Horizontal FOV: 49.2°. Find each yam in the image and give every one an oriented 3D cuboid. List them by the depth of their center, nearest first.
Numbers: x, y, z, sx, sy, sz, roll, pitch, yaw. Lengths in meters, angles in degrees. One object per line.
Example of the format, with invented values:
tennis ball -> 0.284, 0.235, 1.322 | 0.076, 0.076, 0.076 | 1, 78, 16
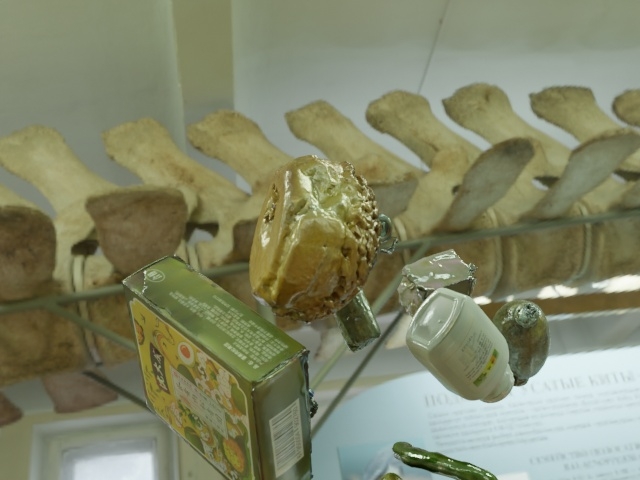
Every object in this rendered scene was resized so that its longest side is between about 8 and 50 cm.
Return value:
yam -> 0.054, 0.122, 1.572 | 0.093, 0.259, 0.093 | -24, -4, -2

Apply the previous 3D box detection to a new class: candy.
candy -> 0.332, 0.131, 1.994 | 0.195, 0.137, 0.185 | -18, -40, -15

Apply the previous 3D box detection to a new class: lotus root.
lotus root -> 0.562, 0.273, 1.976 | 0.175, 0.175, 0.350 | -10, -42, -1

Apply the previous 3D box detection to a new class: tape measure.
tape measure -> 0.202, -0.023, 2.202 | 0.104, 0.180, 0.107 | -17, -74, -11

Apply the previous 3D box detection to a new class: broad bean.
broad bean -> 0.256, 0.482, 1.494 | 0.292, 0.049, 0.144 | 9, -19, 36

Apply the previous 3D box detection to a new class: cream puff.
cream puff -> 0.000, 0.000, 1.369 | 0.231, 0.327, 0.343 | 15, 5, -16

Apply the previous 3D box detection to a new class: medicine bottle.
medicine bottle -> 0.337, 0.261, 1.623 | 0.124, 0.179, 0.324 | 17, -22, 51

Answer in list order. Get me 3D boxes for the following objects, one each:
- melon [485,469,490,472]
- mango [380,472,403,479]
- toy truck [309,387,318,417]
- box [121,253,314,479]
melon -> 0.473, 0.766, 2.047 | 0.209, 0.118, 0.064 | -39, -29, -50
mango -> 0.155, 0.595, 1.510 | 0.089, 0.165, 0.115 | -19, -48, 36
toy truck -> -0.118, 0.423, 1.758 | 0.208, 0.126, 0.113 | -37, -72, 9
box -> -0.202, 0.278, 1.386 | 0.138, 0.420, 0.373 | -31, -44, -35
